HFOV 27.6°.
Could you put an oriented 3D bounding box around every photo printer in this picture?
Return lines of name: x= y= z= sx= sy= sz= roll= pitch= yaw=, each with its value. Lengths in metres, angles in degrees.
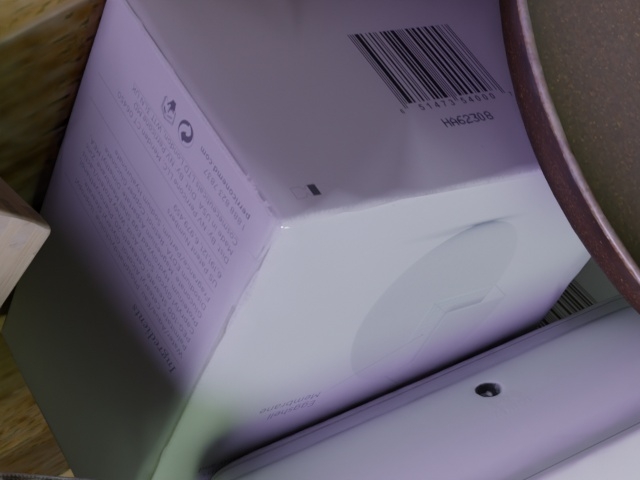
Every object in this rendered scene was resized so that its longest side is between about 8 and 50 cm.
photo printer: x=0.103 y=0.171 z=0.642 sx=0.307 sy=0.107 sz=0.256 roll=-19 pitch=123 yaw=-28

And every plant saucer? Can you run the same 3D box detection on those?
plant saucer: x=0.185 y=-0.069 z=0.556 sx=0.311 sy=0.310 sz=0.050 roll=-12 pitch=172 yaw=-37

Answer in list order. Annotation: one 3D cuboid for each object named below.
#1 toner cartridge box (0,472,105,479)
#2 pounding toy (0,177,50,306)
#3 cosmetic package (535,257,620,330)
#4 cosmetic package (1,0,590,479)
toner cartridge box: x=-0.214 y=0.136 z=0.466 sx=0.348 sy=0.075 sz=0.165 roll=-9 pitch=165 yaw=23
pounding toy: x=-0.192 y=0.000 z=0.418 sx=0.130 sy=0.141 sz=0.100 roll=-55 pitch=150 yaw=7
cosmetic package: x=0.124 y=0.172 z=0.906 sx=0.197 sy=0.155 sz=0.365 roll=-24 pitch=143 yaw=-25
cosmetic package: x=0.000 y=0.000 z=0.600 sx=0.224 sy=0.138 sz=0.224 roll=-12 pitch=144 yaw=-37
